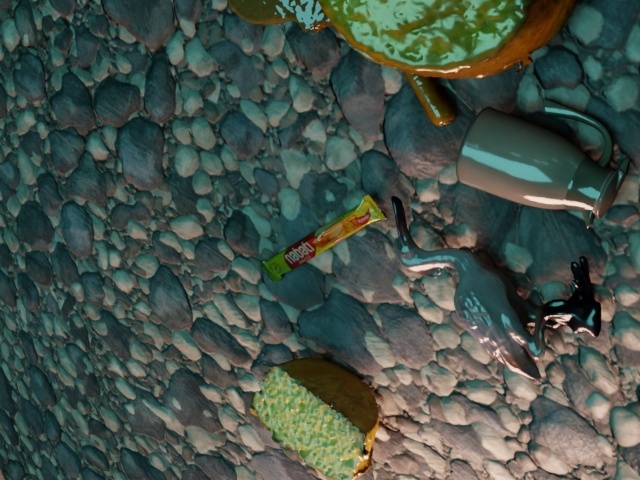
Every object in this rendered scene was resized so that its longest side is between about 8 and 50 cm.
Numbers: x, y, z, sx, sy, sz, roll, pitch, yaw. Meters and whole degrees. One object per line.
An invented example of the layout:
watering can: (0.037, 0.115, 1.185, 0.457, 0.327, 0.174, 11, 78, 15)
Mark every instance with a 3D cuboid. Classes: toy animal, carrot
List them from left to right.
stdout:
carrot: (0.127, -0.240, 1.253, 0.037, 0.037, 0.190, -39, 78, 44)
toy animal: (0.230, 0.075, 1.262, 0.324, 0.090, 0.195, 22, 116, 22)

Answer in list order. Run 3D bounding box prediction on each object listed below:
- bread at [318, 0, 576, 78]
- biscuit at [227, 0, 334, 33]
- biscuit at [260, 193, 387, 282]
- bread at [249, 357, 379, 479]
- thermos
bread: (0.141, -0.361, 1.020, 0.337, 0.204, 0.358, 7, 108, 10)
biscuit: (-0.004, -0.486, 1.209, 0.368, 0.076, 0.394, -15, 101, 32)
biscuit: (0.000, 0.000, 1.474, 0.048, 0.026, 0.292, 47, 136, -12)
bread: (0.011, 0.285, 1.514, 0.229, 0.139, 0.143, 35, 126, 23)
thermos: (0.285, -0.104, 1.137, 0.193, 0.105, 0.137, 24, 92, 27)
